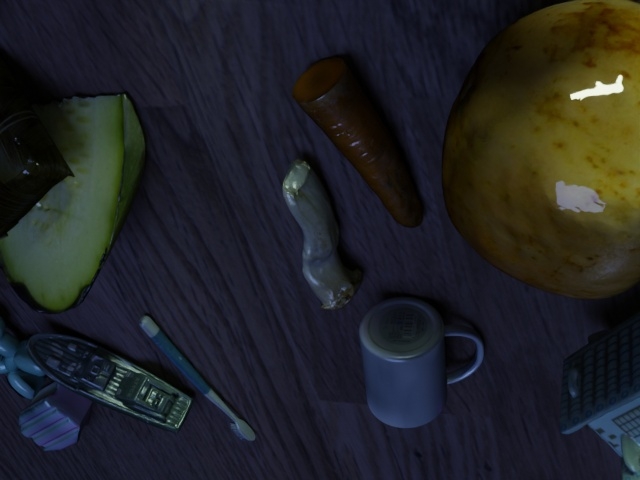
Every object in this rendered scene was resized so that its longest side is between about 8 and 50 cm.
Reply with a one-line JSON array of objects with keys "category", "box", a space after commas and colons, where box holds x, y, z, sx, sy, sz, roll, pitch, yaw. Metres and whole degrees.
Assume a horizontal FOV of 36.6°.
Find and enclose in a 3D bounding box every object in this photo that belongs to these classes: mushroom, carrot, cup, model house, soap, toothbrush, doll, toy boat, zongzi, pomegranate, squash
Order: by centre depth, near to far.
[{"category": "pomegranate", "box": [0.213, -0.068, 0.766, 0.248, 0.248, 0.248, 14, 138, 13]}, {"category": "model house", "box": [0.380, 0.145, 0.920, 0.215, 0.198, 0.224, 43, 139, 0]}, {"category": "carrot", "box": [0.051, -0.084, 0.964, 0.061, 0.061, 0.210, -11, 132, 35]}, {"category": "mushroom", "box": [0.001, -0.003, 1.066, 0.054, 0.059, 0.202, 1, 132, 22]}, {"category": "zongzi", "box": [-0.382, -0.101, 1.096, 0.187, 0.084, 0.184, -37, 77, 32]}, {"category": "squash", "box": [-0.303, -0.038, 1.117, 0.236, 0.155, 0.204, -1, 134, 31]}, {"category": "cup", "box": [0.113, 0.135, 1.142, 0.099, 0.136, 0.133, 40, 152, 40]}, {"category": "toothbrush", "box": [-0.179, 0.205, 1.406, 0.025, 0.019, 0.276, -7, 130, 42]}, {"category": "toy boat", "box": [-0.314, 0.203, 1.426, 0.260, 0.078, 0.085, 26, 157, -2]}, {"category": "doll", "box": [-0.486, 0.167, 1.492, 0.158, 0.059, 0.159, 27, 141, -2]}, {"category": "soap", "box": [-0.437, 0.293, 1.601, 0.100, 0.056, 0.149, 43, 136, -16]}]
